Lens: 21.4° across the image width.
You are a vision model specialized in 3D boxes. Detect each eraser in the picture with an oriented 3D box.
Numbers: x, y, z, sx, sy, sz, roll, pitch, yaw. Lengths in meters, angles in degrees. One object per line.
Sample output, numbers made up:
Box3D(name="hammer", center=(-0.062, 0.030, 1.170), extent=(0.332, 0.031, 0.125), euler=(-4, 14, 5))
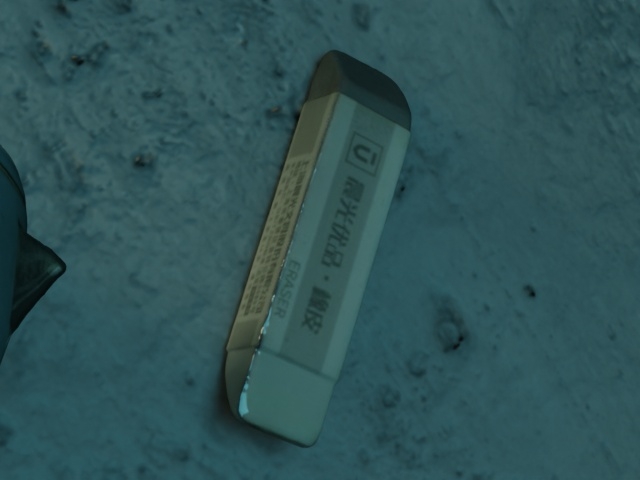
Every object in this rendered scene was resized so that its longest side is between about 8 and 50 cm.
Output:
Box3D(name="eraser", center=(0.000, 0.000, 1.429), extent=(0.089, 0.061, 0.352), euler=(26, 70, -25))

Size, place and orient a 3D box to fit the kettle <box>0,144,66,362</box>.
Box3D(name="kettle", center=(-0.356, 0.034, 1.125), extent=(0.319, 0.247, 0.342), euler=(26, 59, 2))
